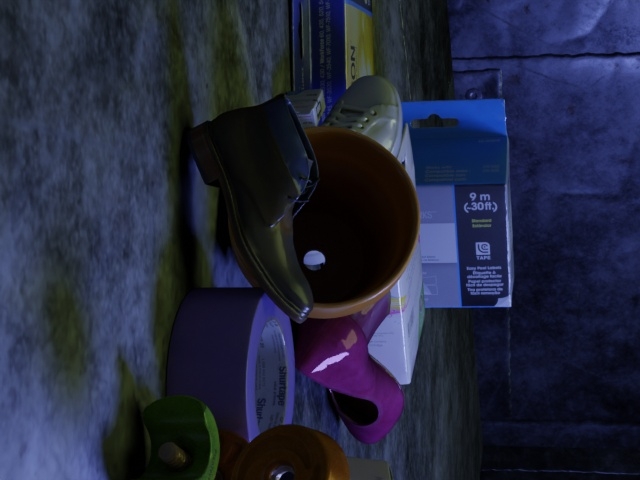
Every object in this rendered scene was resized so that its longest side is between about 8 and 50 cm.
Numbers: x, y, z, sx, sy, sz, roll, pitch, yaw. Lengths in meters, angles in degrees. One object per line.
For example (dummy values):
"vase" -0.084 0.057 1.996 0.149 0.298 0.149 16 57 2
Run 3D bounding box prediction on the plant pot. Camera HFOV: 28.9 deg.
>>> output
"plant pot" 0.000 0.000 1.404 0.188 0.205 0.205 100 -6 -73

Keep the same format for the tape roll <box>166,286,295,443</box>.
"tape roll" -0.085 0.140 1.233 0.189 0.080 0.189 0 90 -77

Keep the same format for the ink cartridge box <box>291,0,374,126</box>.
"ink cartridge box" 0.023 -0.292 1.772 0.307 0.072 0.304 -28 117 -79

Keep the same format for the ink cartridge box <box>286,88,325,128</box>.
"ink cartridge box" -0.026 -0.164 1.581 0.083 0.048 0.028 -68 151 -59

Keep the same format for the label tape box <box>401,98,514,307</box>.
"label tape box" 0.196 -0.058 2.110 0.115 0.249 0.348 -68 155 -60

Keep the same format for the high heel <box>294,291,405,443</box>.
"high heel" 0.021 0.212 1.746 0.181 0.127 0.377 -46 147 -31

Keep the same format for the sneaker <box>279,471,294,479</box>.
"sneaker" -0.058 0.321 1.413 0.059 0.053 0.144 75 26 -56

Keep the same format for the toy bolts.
"toy bolts" -0.063 0.269 1.052 0.158 0.218 0.229 51 45 -49

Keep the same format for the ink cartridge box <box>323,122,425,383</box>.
"ink cartridge box" 0.080 0.019 1.886 0.207 0.119 0.354 -69 156 -57

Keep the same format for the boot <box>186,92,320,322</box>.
"boot" -0.036 -0.034 1.205 0.219 0.106 0.082 62 11 0

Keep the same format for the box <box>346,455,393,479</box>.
"box" 0.013 0.394 1.453 0.094 0.113 0.275 -90 -170 -80

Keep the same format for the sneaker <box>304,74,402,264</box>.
"sneaker" 0.026 -0.117 1.596 0.290 0.105 0.123 -67 152 -27
